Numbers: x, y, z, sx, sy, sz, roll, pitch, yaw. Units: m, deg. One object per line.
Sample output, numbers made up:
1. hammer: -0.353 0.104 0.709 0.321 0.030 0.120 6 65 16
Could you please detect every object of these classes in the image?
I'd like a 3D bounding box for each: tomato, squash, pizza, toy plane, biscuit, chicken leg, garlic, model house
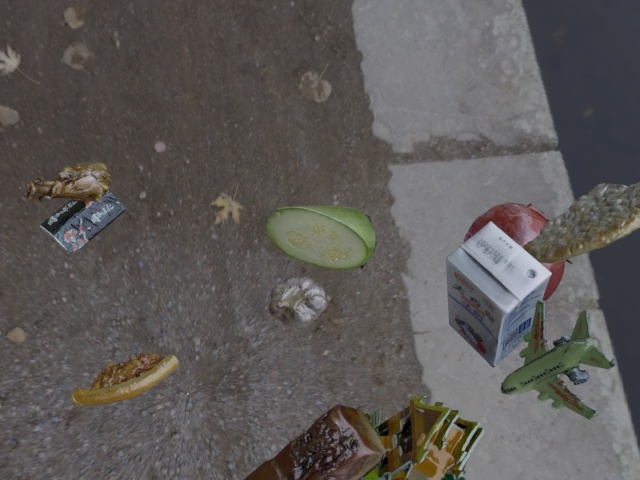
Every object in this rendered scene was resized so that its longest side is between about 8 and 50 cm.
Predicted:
1. tomato: 0.484 0.063 1.469 0.308 0.170 0.309 0 91 -16
2. squash: 0.000 0.000 1.596 0.260 0.189 0.190 -6 75 -45
3. pizza: -0.473 0.333 1.463 0.270 0.056 0.134 -15 35 7
4. toy plane: 0.194 0.106 0.506 0.040 0.111 0.103 6 53 -24
5. biscuit: 0.440 -0.035 0.953 0.040 0.265 0.188 52 39 -9
6. chicken leg: -0.513 -0.115 1.250 0.101 0.207 0.085 19 111 19
7. garlic: -0.062 0.169 1.646 0.159 0.102 0.147 -15 69 6
8. model house: 0.271 0.580 1.599 0.242 0.313 0.358 33 34 -17

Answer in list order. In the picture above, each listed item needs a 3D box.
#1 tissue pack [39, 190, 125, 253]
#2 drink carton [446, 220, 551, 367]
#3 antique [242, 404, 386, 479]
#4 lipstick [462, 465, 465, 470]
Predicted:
1. tissue pack: -0.575 -0.054 1.456 0.170 0.103 0.091 -47 131 -20
2. drink carton: 0.297 0.102 1.035 0.106 0.315 0.130 -40 62 -9
3. antique: -0.044 0.376 0.913 0.310 0.093 0.087 -44 48 14
4. lipstick: 0.414 0.660 1.769 0.027 0.027 0.177 9 110 -10
